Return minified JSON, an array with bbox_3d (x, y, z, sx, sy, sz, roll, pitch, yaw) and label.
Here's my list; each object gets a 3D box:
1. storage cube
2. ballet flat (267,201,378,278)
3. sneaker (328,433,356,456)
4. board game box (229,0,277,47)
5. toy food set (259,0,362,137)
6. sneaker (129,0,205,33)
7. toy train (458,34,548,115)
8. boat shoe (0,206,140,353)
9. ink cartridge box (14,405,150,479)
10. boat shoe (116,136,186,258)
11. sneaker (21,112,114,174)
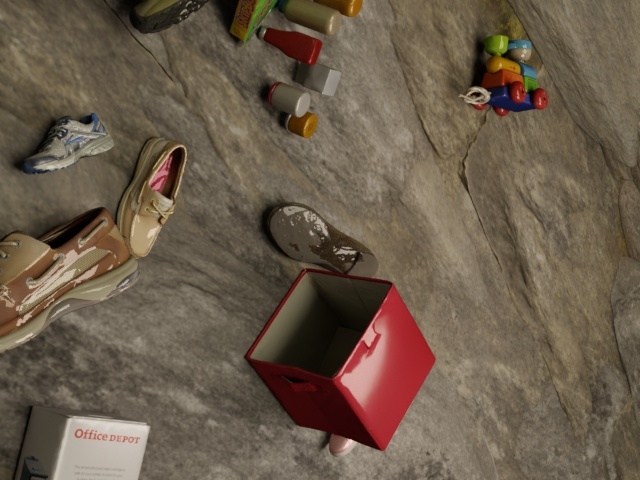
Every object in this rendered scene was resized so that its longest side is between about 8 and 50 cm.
[{"bbox_3d":[0.038,0.183,1.603,0.215,0.184,0.193,-55,133,-29],"label":"storage cube"},{"bbox_3d":[0.000,0.000,1.637,0.250,0.058,0.084,27,104,-42],"label":"ballet flat"},{"bbox_3d":[0.043,0.295,1.730,0.134,0.051,0.070,-55,131,-34],"label":"sneaker"},{"bbox_3d":[-0.063,-0.380,1.402,0.124,0.039,0.259,-58,178,-30],"label":"board game box"},{"bbox_3d":[-0.034,-0.280,1.543,0.111,0.105,0.232,-7,119,-62],"label":"toy food set"},{"bbox_3d":[-0.162,-0.449,1.350,0.182,0.158,0.410,35,68,-13],"label":"sneaker"},{"bbox_3d":[0.333,-0.325,1.945,0.248,0.105,0.143,4,82,-50],"label":"toy train"},{"bbox_3d":[-0.354,0.048,1.185,0.324,0.123,0.116,-31,111,-50],"label":"boat shoe"},{"bbox_3d":[-0.309,0.313,1.293,0.140,0.082,0.190,20,79,-50],"label":"ink cartridge box"},{"bbox_3d":[-0.221,-0.056,1.358,0.063,0.059,0.170,22,79,-49],"label":"boat shoe"},{"bbox_3d":[-0.317,-0.120,1.252,0.135,0.052,0.058,-35,111,-50],"label":"sneaker"}]
